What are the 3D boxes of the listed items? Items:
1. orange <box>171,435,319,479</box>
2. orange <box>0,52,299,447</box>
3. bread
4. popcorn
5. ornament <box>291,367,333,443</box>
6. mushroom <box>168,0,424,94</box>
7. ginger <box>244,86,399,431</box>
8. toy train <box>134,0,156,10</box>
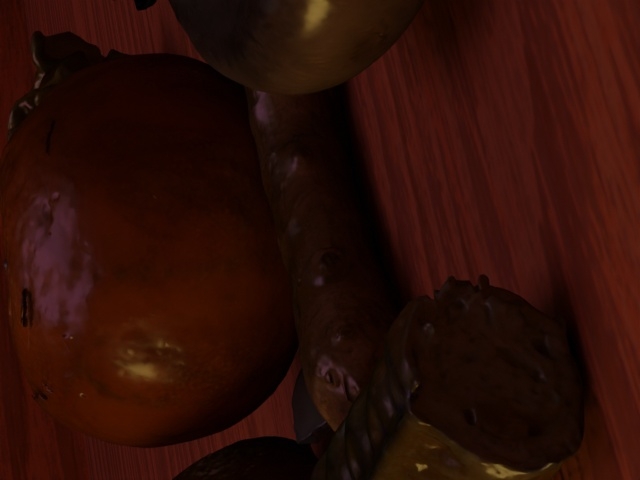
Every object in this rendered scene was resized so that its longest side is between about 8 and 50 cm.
[{"bbox_3d":[-0.038,0.284,1.120,0.334,0.196,0.262,31,138,65],"label":"orange"},{"bbox_3d":[-0.118,0.008,1.177,0.284,0.226,0.284,180,90,-79],"label":"orange"},{"bbox_3d":[0.053,0.110,0.815,0.087,0.098,0.269,-55,-6,-28],"label":"bread"},{"bbox_3d":[-0.236,-0.112,1.704,0.235,0.181,0.217,-161,67,-72],"label":"popcorn"},{"bbox_3d":[0.003,0.105,1.110,0.092,0.041,0.068,-127,53,-81],"label":"ornament"},{"bbox_3d":[-0.030,-0.187,0.836,0.226,0.178,0.226,14,107,55],"label":"mushroom"},{"bbox_3d":[0.004,-0.001,1.015,0.118,0.065,0.299,82,175,-59],"label":"ginger"},{"bbox_3d":[-0.177,-0.355,1.441,0.369,0.163,0.232,111,142,-61],"label":"toy train"}]
